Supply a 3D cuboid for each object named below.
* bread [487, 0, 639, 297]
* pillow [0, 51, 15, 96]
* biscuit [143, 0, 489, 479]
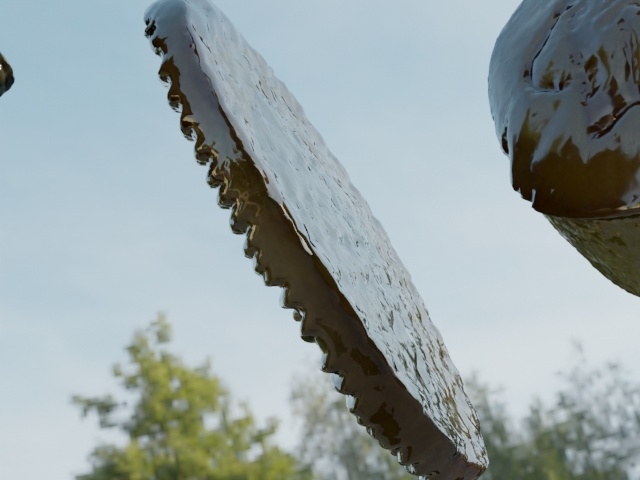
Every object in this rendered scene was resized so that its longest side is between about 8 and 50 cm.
[{"bbox_3d":[0.214,-0.092,0.835,0.269,0.270,0.148,-27,-56,24],"label":"bread"},{"bbox_3d":[-0.309,-0.138,0.901,0.189,0.034,0.256,-41,-61,-23],"label":"pillow"},{"bbox_3d":[0.000,0.000,0.867,0.040,0.318,0.318,-32,-30,9],"label":"biscuit"}]
